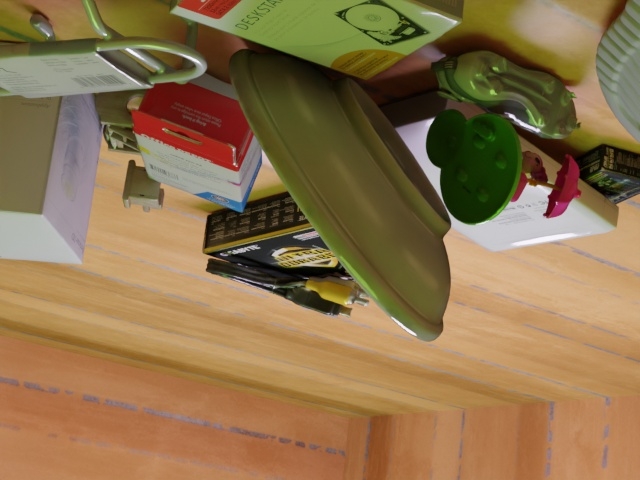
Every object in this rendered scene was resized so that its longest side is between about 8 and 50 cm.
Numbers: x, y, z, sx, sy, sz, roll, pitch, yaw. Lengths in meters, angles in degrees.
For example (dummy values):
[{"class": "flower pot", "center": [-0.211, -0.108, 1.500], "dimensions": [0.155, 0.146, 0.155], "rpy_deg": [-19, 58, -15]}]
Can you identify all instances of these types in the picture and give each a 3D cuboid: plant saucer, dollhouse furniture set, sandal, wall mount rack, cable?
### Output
[{"class": "plant saucer", "center": [0.052, -0.075, 1.426], "dimensions": [0.100, 0.400, 0.400], "rpy_deg": [-34, 151, 11]}, {"class": "dollhouse furniture set", "center": [-0.255, -0.102, 1.689], "dimensions": [0.101, 0.161, 0.182], "rpy_deg": [8, 162, -2]}, {"class": "sandal", "center": [0.372, -0.196, 1.214], "dimensions": [0.102, 0.169, 0.416], "rpy_deg": [-33, 163, -7]}, {"class": "wall mount rack", "center": [-0.296, -0.248, 1.305], "dimensions": [0.350, 0.131, 0.304], "rpy_deg": [-1, 165, 25]}, {"class": "cable", "center": [-0.053, 0.067, 2.145], "dimensions": [0.287, 0.072, 0.139], "rpy_deg": [20, 180, -3]}]

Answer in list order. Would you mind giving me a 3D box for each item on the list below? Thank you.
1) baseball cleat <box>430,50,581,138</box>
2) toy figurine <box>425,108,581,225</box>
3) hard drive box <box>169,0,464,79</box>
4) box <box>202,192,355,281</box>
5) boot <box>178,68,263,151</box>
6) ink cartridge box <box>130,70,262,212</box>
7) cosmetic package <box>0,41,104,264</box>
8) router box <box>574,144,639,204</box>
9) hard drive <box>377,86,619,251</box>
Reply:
[{"class": "baseball cleat", "center": [0.212, -0.176, 1.452], "dimensions": [0.205, 0.072, 0.109], "rpy_deg": [25, 172, -41]}, {"class": "toy figurine", "center": [0.231, -0.082, 1.478], "dimensions": [0.159, 0.130, 0.173], "rpy_deg": [10, -155, -37]}, {"class": "hard drive box", "center": [-0.003, -0.255, 1.208], "dimensions": [0.232, 0.089, 0.181], "rpy_deg": [15, 161, -25]}, {"class": "box", "center": [0.000, 0.000, 2.075], "dimensions": [0.257, 0.079, 0.322], "rpy_deg": [18, 160, -39]}, {"class": "boot", "center": [-0.112, -0.159, 1.596], "dimensions": [0.190, 0.069, 0.086], "rpy_deg": [28, 165, -10]}, {"class": "ink cartridge box", "center": [-0.144, -0.122, 1.484], "dimensions": [0.134, 0.078, 0.231], "rpy_deg": [21, 164, 4]}, {"class": "cosmetic package", "center": [-0.378, -0.107, 1.611], "dimensions": [0.138, 0.225, 0.224], "rpy_deg": [6, 164, 4]}, {"class": "router box", "center": [0.389, -0.086, 1.695], "dimensions": [0.092, 0.038, 0.122], "rpy_deg": [12, 162, -19]}, {"class": "hard drive", "center": [0.203, -0.086, 1.676], "dimensions": [0.353, 0.047, 0.233], "rpy_deg": [29, 154, -35]}]
